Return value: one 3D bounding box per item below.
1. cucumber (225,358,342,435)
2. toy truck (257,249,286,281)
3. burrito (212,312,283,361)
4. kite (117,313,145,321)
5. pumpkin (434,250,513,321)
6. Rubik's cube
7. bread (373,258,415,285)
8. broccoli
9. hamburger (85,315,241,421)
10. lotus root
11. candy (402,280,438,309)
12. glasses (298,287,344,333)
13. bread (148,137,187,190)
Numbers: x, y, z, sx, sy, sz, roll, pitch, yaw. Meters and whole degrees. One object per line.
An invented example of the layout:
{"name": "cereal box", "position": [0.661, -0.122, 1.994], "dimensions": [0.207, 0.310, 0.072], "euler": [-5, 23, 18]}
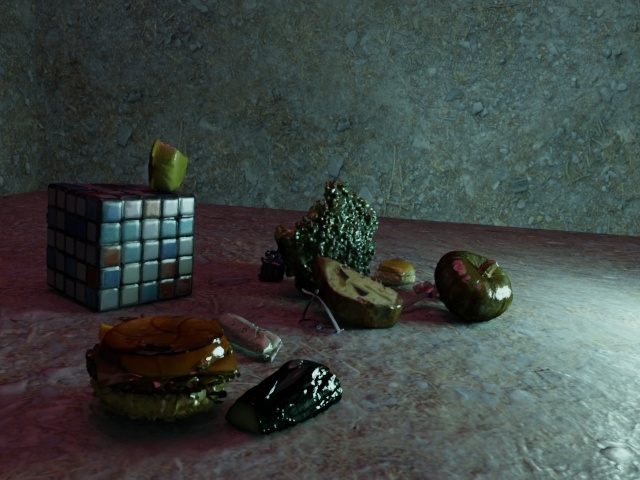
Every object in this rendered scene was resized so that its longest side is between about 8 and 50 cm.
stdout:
{"name": "cucumber", "position": [-0.061, 0.251, 0.968], "dimensions": [0.115, 0.086, 0.193], "euler": [13, 20, 34]}
{"name": "toy truck", "position": [-0.146, 0.083, 1.911], "dimensions": [0.088, 0.074, 0.202], "euler": [13, 10, 2]}
{"name": "burrito", "position": [-0.161, 0.201, 1.254], "dimensions": [0.064, 0.064, 0.203], "euler": [-6, 15, -44]}
{"name": "kite", "position": [-0.419, 0.187, 1.383], "dimensions": [0.122, 0.004, 0.090], "euler": [2, 10, -12]}
{"name": "pumpkin", "position": [0.416, 0.117, 1.566], "dimensions": [0.218, 0.162, 0.219], "euler": [21, 33, -14]}
{"name": "Rubik's cube", "position": [-0.533, 0.001, 1.572], "dimensions": [0.293, 0.292, 0.286], "euler": [11, 12, 40]}
{"name": "bread", "position": [0.242, 0.102, 1.888], "dimensions": [0.106, 0.082, 0.125], "euler": [3, 5, 35]}
{"name": "broccoli", "position": [-0.005, -0.010, 1.713], "dimensions": [0.293, 0.348, 0.281], "euler": [5, -2, -28]}
{"name": "hamburger", "position": [-0.249, 0.208, 0.942], "dimensions": [0.243, 0.139, 0.261], "euler": [-1, 11, -16]}
{"name": "lotus root", "position": [0.079, 0.134, 1.473], "dimensions": [0.260, 0.075, 0.170], "euler": [26, 26, 6]}
{"name": "candy", "position": [0.314, 0.149, 1.666], "dimensions": [0.365, 0.124, 0.124], "euler": [-20, 23, -39]}
{"name": "glasses", "position": [-0.004, 0.159, 1.411], "dimensions": [0.062, 0.104, 0.140], "euler": [-6, 11, -38]}
{"name": "bread", "position": [-0.409, -0.191, 1.552], "dimensions": [0.086, 0.125, 0.156], "euler": [12, -5, -2]}
